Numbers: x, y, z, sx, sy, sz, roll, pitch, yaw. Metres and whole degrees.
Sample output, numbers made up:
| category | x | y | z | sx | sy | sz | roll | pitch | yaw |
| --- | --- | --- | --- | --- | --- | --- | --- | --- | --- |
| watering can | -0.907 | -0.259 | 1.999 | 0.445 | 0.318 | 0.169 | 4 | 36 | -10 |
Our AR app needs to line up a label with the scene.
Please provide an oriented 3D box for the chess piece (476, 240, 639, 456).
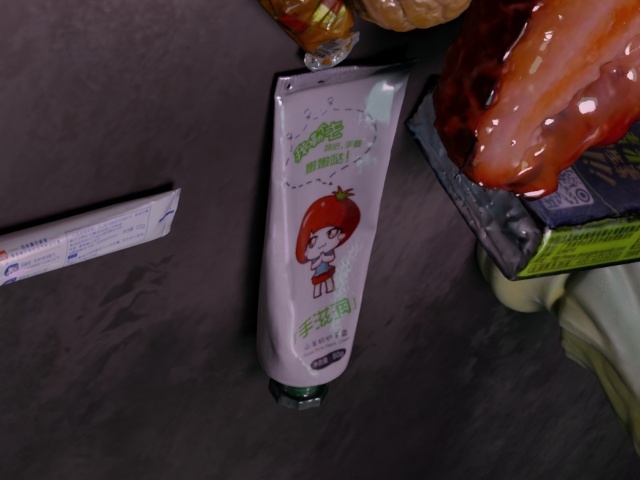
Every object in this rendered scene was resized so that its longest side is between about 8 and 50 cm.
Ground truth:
| category | x | y | z | sx | sy | sz | roll | pitch | yaw |
| --- | --- | --- | --- | --- | --- | --- | --- | --- | --- |
| chess piece | 0.283 | 0.072 | 1.312 | 0.176 | 0.298 | 0.175 | -24 | 146 | -18 |

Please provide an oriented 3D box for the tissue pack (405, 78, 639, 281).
| category | x | y | z | sx | sy | sz | roll | pitch | yaw |
| --- | --- | --- | --- | --- | --- | --- | --- | --- | --- |
| tissue pack | 0.203 | -0.058 | 1.193 | 0.236 | 0.173 | 0.073 | -8 | 142 | -39 |

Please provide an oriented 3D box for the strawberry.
| category | x | y | z | sx | sy | sz | roll | pitch | yaw |
| --- | --- | --- | --- | --- | --- | --- | --- | --- | --- |
| strawberry | 0.197 | -0.179 | 1.061 | 0.253 | 0.150 | 0.280 | 3 | 123 | -40 |

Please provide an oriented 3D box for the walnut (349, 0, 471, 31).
| category | x | y | z | sx | sy | sz | roll | pitch | yaw |
| --- | --- | --- | --- | --- | --- | --- | --- | --- | --- |
| walnut | 0.054 | -0.192 | 0.964 | 0.105 | 0.105 | 0.124 | -35 | 143 | -4 |

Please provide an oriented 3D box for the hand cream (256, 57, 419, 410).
| category | x | y | z | sx | sy | sz | roll | pitch | yaw |
| --- | --- | --- | --- | --- | --- | --- | --- | --- | --- |
| hand cream | 0.000 | 0.000 | 1.182 | 0.121 | 0.076 | 0.336 | -18 | 135 | -30 |

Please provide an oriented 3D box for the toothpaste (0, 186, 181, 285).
| category | x | y | z | sx | sy | sz | roll | pitch | yaw |
| --- | --- | --- | --- | --- | --- | --- | --- | --- | --- |
| toothpaste | -0.192 | 0.006 | 1.027 | 0.218 | 0.033 | 0.052 | -17 | 145 | -33 |

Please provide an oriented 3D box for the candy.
| category | x | y | z | sx | sy | sz | roll | pitch | yaw |
| --- | --- | --- | --- | --- | --- | --- | --- | --- | --- |
| candy | -0.013 | -0.159 | 0.982 | 0.053 | 0.046 | 0.182 | -40 | 149 | 5 |
